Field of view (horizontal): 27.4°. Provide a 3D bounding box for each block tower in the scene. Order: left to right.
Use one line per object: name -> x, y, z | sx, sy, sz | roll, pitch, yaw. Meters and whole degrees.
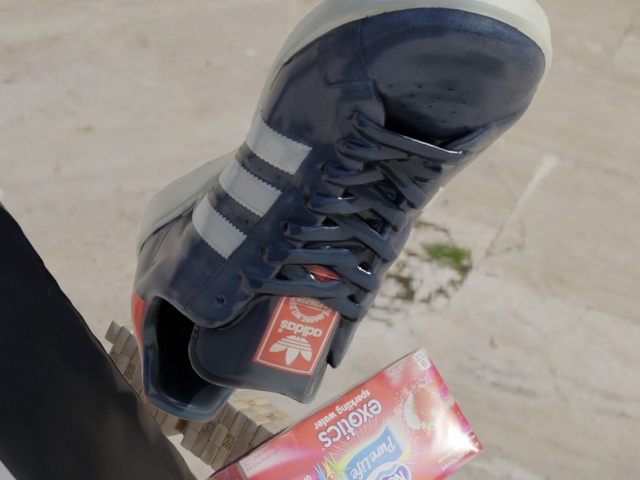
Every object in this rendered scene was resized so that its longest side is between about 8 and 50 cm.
block tower -> -0.142, 0.224, 1.705 | 0.335, 0.097, 0.091 | 34, 13, 22

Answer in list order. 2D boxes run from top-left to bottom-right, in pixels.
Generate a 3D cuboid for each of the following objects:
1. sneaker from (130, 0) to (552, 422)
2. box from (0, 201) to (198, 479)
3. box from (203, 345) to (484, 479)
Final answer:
sneaker -> 0.000, 0.000, 0.697 | 0.131, 0.350, 0.148 | 18, 57, -21
box -> -0.257, 0.187, 0.409 | 0.395, 0.212, 0.293 | -22, 25, 21
box -> 0.020, 0.227, 1.307 | 0.257, 0.122, 0.128 | -27, 84, -35
